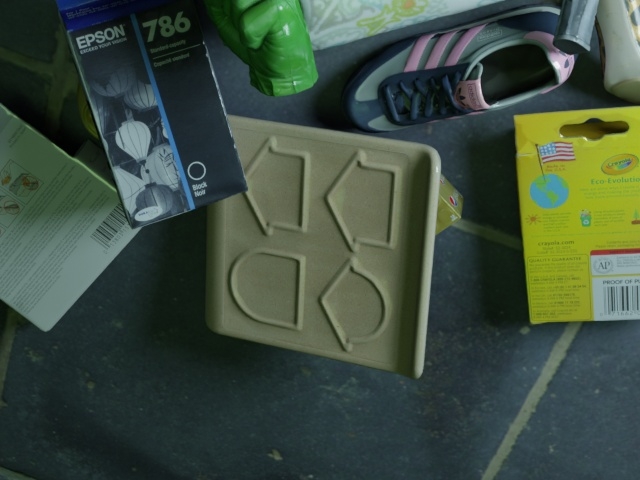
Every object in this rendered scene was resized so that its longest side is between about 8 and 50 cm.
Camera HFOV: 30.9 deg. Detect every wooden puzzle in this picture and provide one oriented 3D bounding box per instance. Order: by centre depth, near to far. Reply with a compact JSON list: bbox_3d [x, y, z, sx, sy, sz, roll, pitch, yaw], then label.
[{"bbox_3d":[0.000,0.000,1.571,0.347,0.080,0.322,12,112,24],"label":"wooden puzzle"}]

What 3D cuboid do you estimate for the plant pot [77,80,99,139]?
[{"bbox_3d":[-0.272,-0.183,1.549,0.134,0.095,0.134,6,122,9],"label":"plant pot"}]

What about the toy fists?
[{"bbox_3d":[-0.088,-0.279,1.357,0.096,0.279,0.142,-19,123,-8],"label":"toy fists"}]

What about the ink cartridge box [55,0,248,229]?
[{"bbox_3d":[-0.217,-0.195,1.469,0.165,0.065,0.333,-20,105,-11],"label":"ink cartridge box"}]

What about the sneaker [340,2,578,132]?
[{"bbox_3d":[0.162,-0.198,1.431,0.318,0.131,0.112,-20,116,22],"label":"sneaker"}]

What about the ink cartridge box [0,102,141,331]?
[{"bbox_3d":[-0.421,-0.038,1.688,0.261,0.066,0.296,39,121,-13],"label":"ink cartridge box"}]

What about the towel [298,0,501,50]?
[{"bbox_3d":[0.088,-0.429,1.306,0.320,0.090,0.375,-13,115,8],"label":"towel"}]

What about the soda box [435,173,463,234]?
[{"bbox_3d":[0.109,-0.019,1.598,0.181,0.058,0.061,-36,108,28],"label":"soda box"}]

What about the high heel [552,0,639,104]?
[{"bbox_3d":[0.382,-0.273,1.386,0.261,0.186,0.093,23,166,-39],"label":"high heel"}]

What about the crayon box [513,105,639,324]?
[{"bbox_3d":[0.364,-0.043,1.517,0.202,0.081,0.319,-2,122,13],"label":"crayon box"}]
